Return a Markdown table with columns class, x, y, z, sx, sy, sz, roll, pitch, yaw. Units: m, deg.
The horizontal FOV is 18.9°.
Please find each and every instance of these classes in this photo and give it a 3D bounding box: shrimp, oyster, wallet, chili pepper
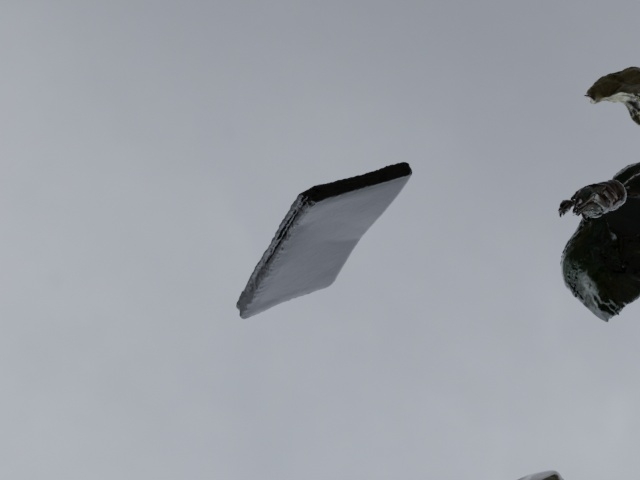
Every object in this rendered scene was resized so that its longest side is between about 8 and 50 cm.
| class | x | y | z | sx | sy | sz | roll | pitch | yaw |
| --- | --- | --- | --- | --- | --- | --- | --- | --- | --- |
| shrimp | 0.230 | -0.033 | 1.655 | 0.092 | 0.038 | 0.029 | -6 | -110 | -53 |
| oyster | 0.316 | -0.077 | 1.540 | 0.200 | 0.106 | 0.061 | 50 | -132 | 1 |
| wallet | 0.000 | -0.001 | 1.924 | 0.124 | 0.244 | 0.025 | -17 | -112 | -28 |
| chili pepper | 0.371 | -0.019 | 2.225 | 0.148 | 0.116 | 0.264 | 25 | -133 | 24 |

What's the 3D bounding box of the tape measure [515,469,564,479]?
| class | x | y | z | sx | sy | sz | roll | pitch | yaw |
| --- | --- | --- | --- | --- | --- | --- | --- | --- | --- |
| tape measure | 0.136 | 0.333 | 1.823 | 0.271 | 0.231 | 0.133 | -25 | -96 | -30 |
